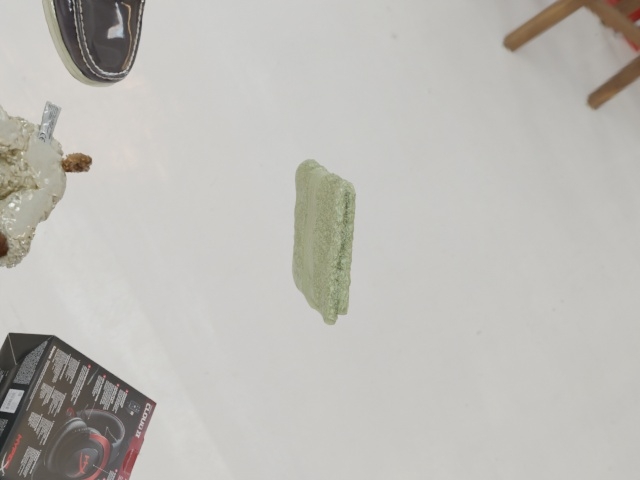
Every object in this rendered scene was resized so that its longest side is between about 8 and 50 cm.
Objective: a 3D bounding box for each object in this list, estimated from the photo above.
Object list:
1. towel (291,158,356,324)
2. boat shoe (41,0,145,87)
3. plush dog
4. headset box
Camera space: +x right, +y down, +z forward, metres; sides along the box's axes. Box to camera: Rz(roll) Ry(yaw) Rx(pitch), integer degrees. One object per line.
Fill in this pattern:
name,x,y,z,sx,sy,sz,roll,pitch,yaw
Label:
towel,0.000,0.000,0.819,0.027,0.110,0.148,-4,110,-25
boat shoe,-0.213,-0.300,0.820,0.103,0.092,0.285,-1,96,-45
plush dog,-0.498,-0.095,1.247,0.210,0.225,0.262,-26,106,-56
headset box,-0.397,0.305,1.275,0.293,0.110,0.218,50,49,-47
